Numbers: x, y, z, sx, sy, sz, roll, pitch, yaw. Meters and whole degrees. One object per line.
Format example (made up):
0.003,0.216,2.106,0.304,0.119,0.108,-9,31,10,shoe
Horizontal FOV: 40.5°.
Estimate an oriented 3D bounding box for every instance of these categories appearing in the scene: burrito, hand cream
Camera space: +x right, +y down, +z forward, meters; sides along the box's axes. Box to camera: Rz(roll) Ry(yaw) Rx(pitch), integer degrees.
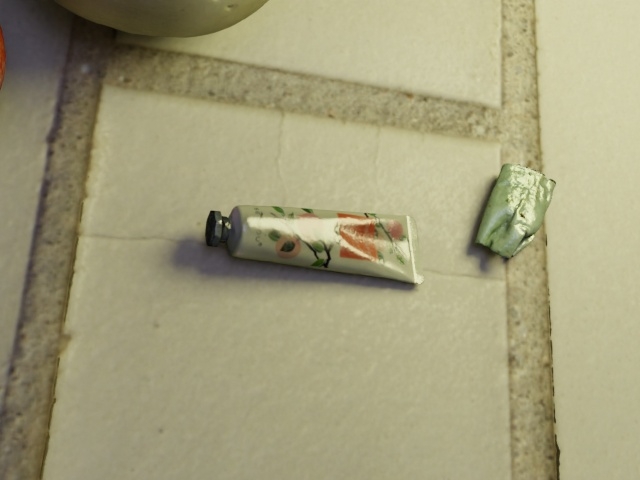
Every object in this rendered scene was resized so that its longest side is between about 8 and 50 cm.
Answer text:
0.217,-0.028,0.961,0.074,0.044,0.118,31,61,-9,burrito
0.000,0.000,0.884,0.234,0.050,0.080,5,66,-22,hand cream

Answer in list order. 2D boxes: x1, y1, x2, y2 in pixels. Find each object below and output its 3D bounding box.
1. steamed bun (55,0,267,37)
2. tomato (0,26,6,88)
-0.169,-0.350,0.859,0.325,0.206,0.324,7,69,-18,steamed bun
-0.384,-0.179,0.742,0.232,0.188,0.231,5,72,-17,tomato
